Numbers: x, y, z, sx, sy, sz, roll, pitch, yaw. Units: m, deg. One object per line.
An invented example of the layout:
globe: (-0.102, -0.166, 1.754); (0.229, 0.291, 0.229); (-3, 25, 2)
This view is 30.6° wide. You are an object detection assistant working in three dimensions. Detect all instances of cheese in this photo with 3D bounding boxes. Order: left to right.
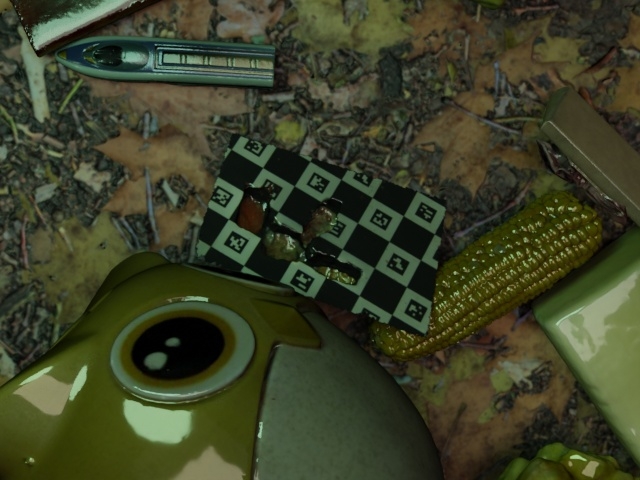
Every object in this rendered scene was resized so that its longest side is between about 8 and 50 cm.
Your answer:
cheese: (0.424, 0.124, 1.406); (0.242, 0.124, 0.265); (-37, 100, -3)

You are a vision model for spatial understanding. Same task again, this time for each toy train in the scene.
toy train: (-0.178, -0.204, 1.336); (0.251, 0.048, 0.055); (2, 95, -6)

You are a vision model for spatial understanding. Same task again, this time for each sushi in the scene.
sushi: (0.000, 0.000, 1.361); (0.279, 0.043, 0.193); (17, 58, -8)

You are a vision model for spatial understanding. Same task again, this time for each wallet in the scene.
wallet: (-0.235, -0.318, 1.322); (0.255, 0.031, 0.137); (-26, 95, -4)

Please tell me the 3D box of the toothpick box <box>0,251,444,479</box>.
toothpick box: (-0.114, 0.229, 1.219); (0.425, 0.409, 0.409); (40, 92, -4)

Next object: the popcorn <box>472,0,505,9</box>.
popcorn: (0.161, -0.363, 1.250); (0.256, 0.255, 0.195); (23, 96, -15)

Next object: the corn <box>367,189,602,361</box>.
corn: (0.197, 0.050, 1.383); (0.313, 0.102, 0.102); (-35, 100, 0)

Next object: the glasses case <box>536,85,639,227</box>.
glasses case: (0.320, -0.076, 1.376); (0.193, 0.070, 0.102); (42, 50, -8)

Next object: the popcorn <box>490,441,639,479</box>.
popcorn: (0.308, 0.379, 1.385); (0.286, 0.215, 0.252); (28, 88, -13)
